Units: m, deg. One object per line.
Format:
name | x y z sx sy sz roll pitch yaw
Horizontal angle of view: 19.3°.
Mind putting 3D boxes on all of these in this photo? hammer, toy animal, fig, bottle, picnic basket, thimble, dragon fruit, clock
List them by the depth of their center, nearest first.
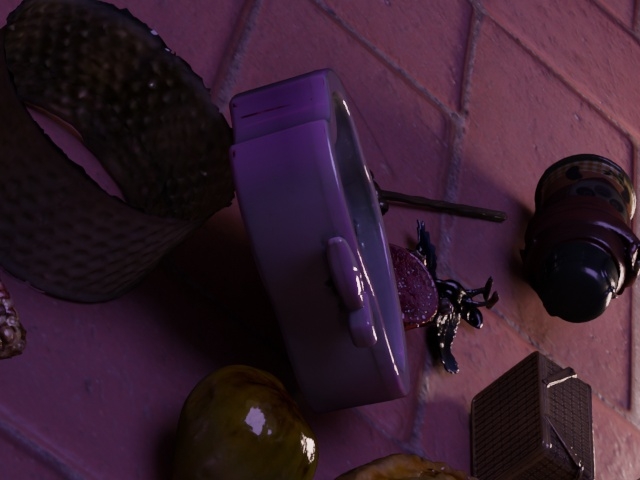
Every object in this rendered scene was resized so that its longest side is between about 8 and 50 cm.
fig | -0.068 0.179 1.695 0.153 0.121 0.136 -10 59 -54
thimble | -0.225 -0.087 1.766 0.271 0.150 0.271 32 34 -25
clock | 0.000 0.000 1.847 0.338 0.102 0.338 -14 90 -83
picnic basket | 0.228 0.213 2.033 0.079 0.115 0.164 35 34 -23
dragon fruit | 0.068 0.057 2.058 0.126 0.068 0.112 -8 68 -43
toy animal | 0.149 0.067 2.165 0.108 0.062 0.220 8 48 -23
hammer | 0.143 -0.042 2.299 0.292 0.029 0.058 9 50 -49
bottle | 0.333 0.008 2.355 0.271 0.156 0.143 -73 142 -59

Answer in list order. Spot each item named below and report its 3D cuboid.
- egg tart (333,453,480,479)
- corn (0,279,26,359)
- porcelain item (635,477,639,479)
egg tart | 0.173 0.371 1.730 0.443 0.178 0.443 34 33 -26
corn | -0.349 -0.013 1.586 0.290 0.098 0.098 55 31 5
porcelain item | 0.410 0.333 2.114 0.259 0.141 0.141 18 42 -52
